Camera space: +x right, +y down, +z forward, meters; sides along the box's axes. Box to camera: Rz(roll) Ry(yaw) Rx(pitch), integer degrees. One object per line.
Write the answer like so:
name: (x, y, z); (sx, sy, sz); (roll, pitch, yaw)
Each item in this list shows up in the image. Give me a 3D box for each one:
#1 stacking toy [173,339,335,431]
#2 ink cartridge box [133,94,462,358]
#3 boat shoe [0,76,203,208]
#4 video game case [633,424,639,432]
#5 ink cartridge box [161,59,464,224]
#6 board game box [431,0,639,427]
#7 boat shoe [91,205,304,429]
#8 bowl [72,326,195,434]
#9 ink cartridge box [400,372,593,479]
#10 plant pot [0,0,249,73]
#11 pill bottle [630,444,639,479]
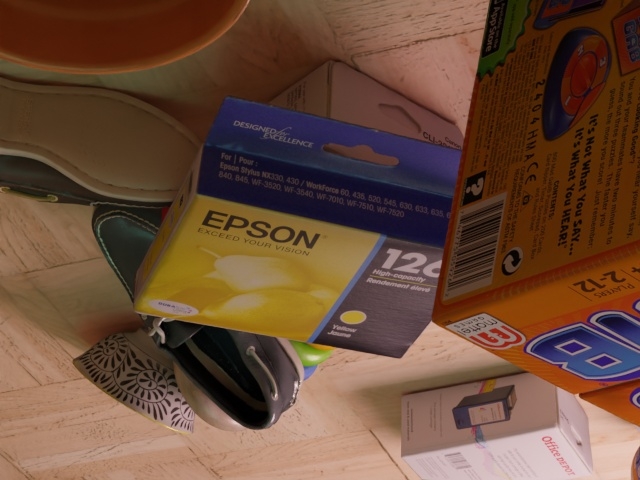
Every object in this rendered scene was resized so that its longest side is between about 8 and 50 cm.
stacking toy: (-0.018, 0.096, 2.238); (0.141, 0.141, 0.330); (27, 135, -34)
ink cartridge box: (0.000, 0.000, 1.933); (0.304, 0.072, 0.307); (12, 146, -15)
boat shoe: (-0.273, -0.091, 1.973); (0.324, 0.116, 0.096); (12, 150, -8)
video game case: (0.406, 0.128, 2.262); (0.206, 0.026, 0.227); (-31, 105, 39)
ink cartridge box: (-0.007, -0.047, 2.025); (0.197, 0.114, 0.273); (26, 138, -32)
board game box: (0.368, -0.057, 1.704); (0.356, 0.356, 0.356); (27, 151, -28)
boat shoe: (-0.140, 0.078, 2.139); (0.116, 0.099, 0.319); (-32, 107, 29)
bowl: (-0.207, 0.156, 2.350); (0.170, 0.080, 0.170); (31, -178, -1)
ink cartridge box: (0.227, 0.252, 2.495); (0.212, 0.093, 0.154); (-12, 146, 21)
plant pot: (-0.192, -0.301, 1.561); (0.291, 0.203, 0.291); (0, 147, 0)
pill bottle: (0.500, 0.247, 2.425); (0.152, 0.152, 0.272); (7, 146, -9)
